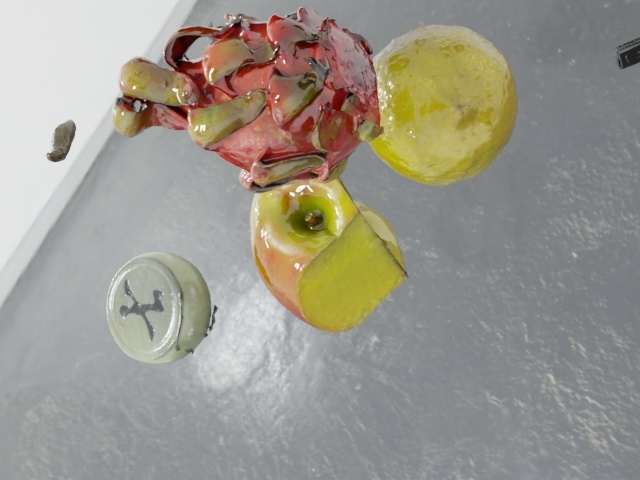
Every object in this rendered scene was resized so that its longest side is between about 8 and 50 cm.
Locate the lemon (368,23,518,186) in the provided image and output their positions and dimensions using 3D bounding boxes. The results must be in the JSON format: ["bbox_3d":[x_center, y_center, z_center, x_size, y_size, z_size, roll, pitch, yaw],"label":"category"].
[{"bbox_3d":[0.183,-0.216,1.115,0.253,0.253,0.310,-44,13,14],"label":"lemon"}]

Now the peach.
[{"bbox_3d":[0.000,0.000,1.301,0.242,0.380,0.306,-39,58,9],"label":"peach"}]

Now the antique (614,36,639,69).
[{"bbox_3d":[0.446,-0.253,0.822,0.192,0.031,0.015,-21,51,19],"label":"antique"}]

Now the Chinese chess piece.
[{"bbox_3d":[-0.326,0.135,1.408,0.238,0.092,0.237,-1,87,30],"label":"Chinese chess piece"}]

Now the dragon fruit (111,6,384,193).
[{"bbox_3d":[-0.072,-0.183,0.853,0.243,0.307,0.227,-49,30,26],"label":"dragon fruit"}]

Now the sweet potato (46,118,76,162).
[{"bbox_3d":[-0.462,-0.172,1.240,0.038,0.041,0.153,-14,36,5],"label":"sweet potato"}]
